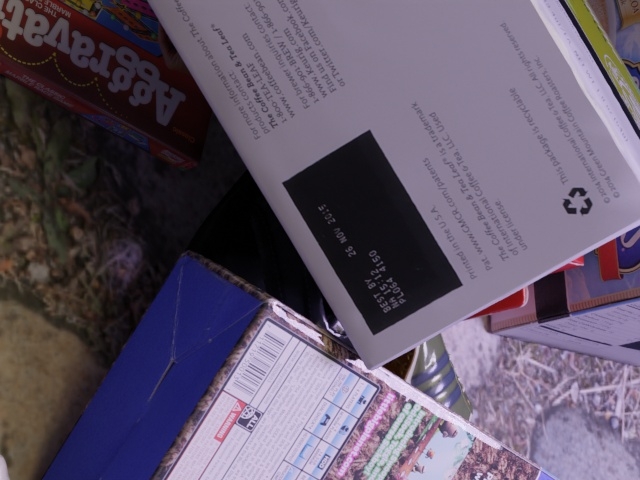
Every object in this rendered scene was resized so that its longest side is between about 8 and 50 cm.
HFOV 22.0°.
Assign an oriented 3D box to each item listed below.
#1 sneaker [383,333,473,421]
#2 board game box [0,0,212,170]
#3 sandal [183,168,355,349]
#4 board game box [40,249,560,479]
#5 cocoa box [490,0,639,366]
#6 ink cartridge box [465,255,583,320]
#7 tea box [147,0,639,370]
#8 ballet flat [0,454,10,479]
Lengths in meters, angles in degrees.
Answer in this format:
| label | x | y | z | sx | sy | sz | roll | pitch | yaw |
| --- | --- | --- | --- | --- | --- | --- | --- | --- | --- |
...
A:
| label | x | y | z | sx | sy | sz | roll | pitch | yaw |
| --- | --- | --- | --- | --- | --- | --- | --- | --- | --- |
| sneaker | 0.087 | 0.126 | 1.376 | 0.086 | 0.064 | 0.192 | 7 | 78 | -41 |
| board game box | -0.192 | -0.176 | 1.241 | 0.281 | 0.027 | 0.145 | 28 | 61 | -33 |
| sandal | -0.001 | -0.003 | 1.303 | 0.167 | 0.107 | 0.446 | 40 | 55 | -26 |
| board game box | -0.019 | 0.184 | 1.146 | 0.291 | 0.141 | 0.232 | 34 | 87 | -30 |
| cocoa box | 0.306 | -0.082 | 1.517 | 0.231 | 0.228 | 0.347 | 13 | 69 | -39 |
| ink cartridge box | 0.154 | -0.037 | 1.433 | 0.078 | 0.134 | 0.231 | 16 | 68 | -38 |
| tea box | 0.071 | -0.129 | 1.152 | 0.329 | 0.220 | 0.323 | 59 | 16 | -2 |
| ballet flat | -0.250 | 0.135 | 1.050 | 0.087 | 0.083 | 0.247 | -22 | 97 | -1 |
